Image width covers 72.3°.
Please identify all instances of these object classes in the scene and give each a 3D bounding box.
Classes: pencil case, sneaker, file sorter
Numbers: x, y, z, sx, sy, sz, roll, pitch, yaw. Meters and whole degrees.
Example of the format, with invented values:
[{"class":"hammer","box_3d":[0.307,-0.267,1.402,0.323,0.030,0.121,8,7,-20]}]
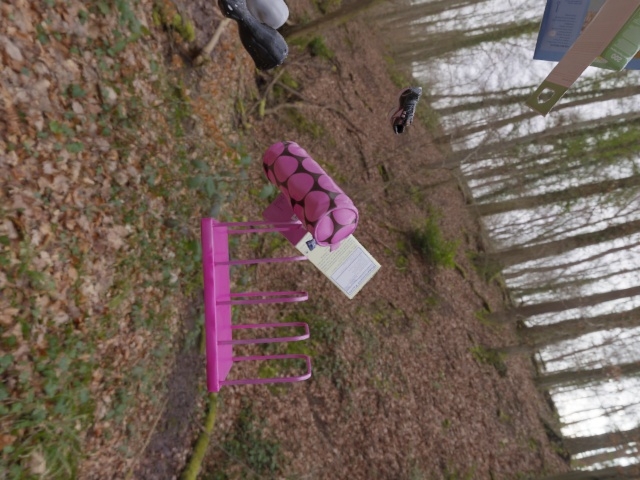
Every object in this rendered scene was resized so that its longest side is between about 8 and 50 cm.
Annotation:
[{"class":"pencil case","box_3d":[-0.024,-0.079,0.744,0.209,0.095,0.098,56,-13,36]},{"class":"sneaker","box_3d":[0.257,-0.381,1.300,0.178,0.072,0.077,108,-26,-70]},{"class":"file sorter","box_3d":[-0.113,0.107,0.834,0.202,0.182,0.290,148,-61,-85]}]

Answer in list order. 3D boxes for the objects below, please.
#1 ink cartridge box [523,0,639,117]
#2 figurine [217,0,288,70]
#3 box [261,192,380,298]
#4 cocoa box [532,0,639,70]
[{"class":"ink cartridge box","box_3d":[0.486,-0.325,0.789,0.235,0.056,0.171,-59,-177,27]},{"class":"figurine","box_3d":[-0.160,-0.545,1.009,0.209,0.092,0.214,40,43,-55]},{"class":"box","box_3d":[0.000,0.000,1.117,0.243,0.117,0.213,46,-4,-36]},{"class":"cocoa box","box_3d":[0.823,-0.648,1.241,0.228,0.347,0.231,-58,153,-36]}]
